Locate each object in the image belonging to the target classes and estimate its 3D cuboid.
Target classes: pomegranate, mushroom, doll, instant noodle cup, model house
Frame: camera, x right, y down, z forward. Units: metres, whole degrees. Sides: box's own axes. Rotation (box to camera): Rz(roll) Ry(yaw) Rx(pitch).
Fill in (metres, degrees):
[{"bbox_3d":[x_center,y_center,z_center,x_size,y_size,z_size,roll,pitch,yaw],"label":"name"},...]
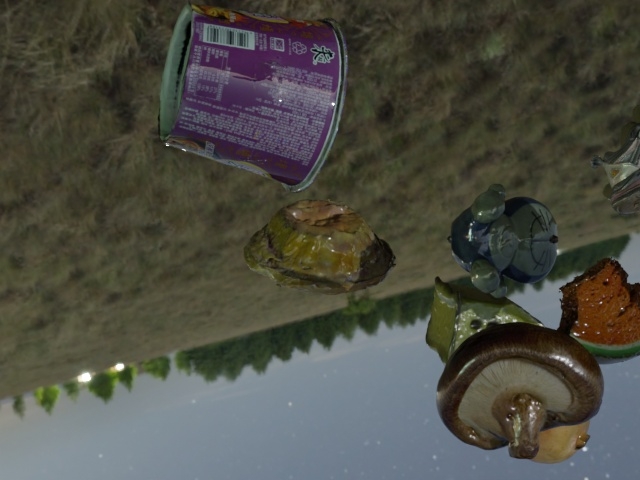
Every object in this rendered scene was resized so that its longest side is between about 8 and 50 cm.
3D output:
[{"bbox_3d":[0.482,0.380,1.472,0.191,0.191,0.191,-15,175,-1],"label":"pomegranate"},{"bbox_3d":[0.277,0.198,0.977,0.232,0.194,0.138,-18,-170,21],"label":"mushroom"},{"bbox_3d":[0.383,0.002,1.400,0.259,0.227,0.154,0,178,-27],"label":"doll"},{"bbox_3d":[-0.140,-0.266,1.246,0.266,0.339,0.340,8,166,-22],"label":"instant noodle cup"},{"bbox_3d":[0.368,0.179,1.511,0.235,0.174,0.193,2,-174,-7],"label":"model house"}]

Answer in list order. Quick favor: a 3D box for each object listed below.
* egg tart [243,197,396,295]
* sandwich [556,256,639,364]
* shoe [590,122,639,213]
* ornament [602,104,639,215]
[{"bbox_3d":[0.000,0.000,1.558,0.352,0.149,0.352,3,-155,-1],"label":"egg tart"},{"bbox_3d":[0.433,0.123,1.067,0.235,0.159,0.079,-26,174,-32],"label":"sandwich"},{"bbox_3d":[0.445,-0.115,0.893,0.180,0.092,0.089,-37,149,23],"label":"shoe"},{"bbox_3d":[0.563,-0.176,1.163,0.061,0.244,0.230,25,143,-12],"label":"ornament"}]
